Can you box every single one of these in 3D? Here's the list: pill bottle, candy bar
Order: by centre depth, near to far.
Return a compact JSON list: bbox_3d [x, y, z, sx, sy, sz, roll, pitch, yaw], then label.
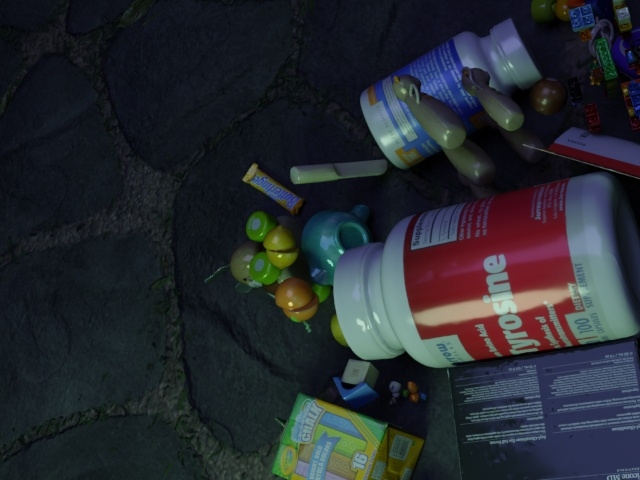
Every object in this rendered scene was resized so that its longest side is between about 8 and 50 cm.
[{"bbox_3d":[0.234,0.056,1.297,0.407,0.229,0.229,-13,63,28],"label":"pill bottle"},{"bbox_3d":[0.214,-0.241,1.485,0.272,0.152,0.152,-28,58,21],"label":"pill bottle"},{"bbox_3d":[-0.085,-0.094,1.700,0.161,0.018,0.040,36,92,38],"label":"candy bar"}]

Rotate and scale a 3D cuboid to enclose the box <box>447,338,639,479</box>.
[{"bbox_3d":[0.317,0.247,1.230,0.261,0.103,0.184,-13,70,28],"label":"box"}]

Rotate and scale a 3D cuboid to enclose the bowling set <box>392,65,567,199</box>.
[{"bbox_3d":[0.256,-0.180,1.362,0.200,0.287,0.154,-38,50,3],"label":"bowling set"}]

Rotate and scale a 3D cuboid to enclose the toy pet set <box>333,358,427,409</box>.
[{"bbox_3d":[0.079,0.234,1.387,0.122,0.114,0.065,4,61,36],"label":"toy pet set"}]

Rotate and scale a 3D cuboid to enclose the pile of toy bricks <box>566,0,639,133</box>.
[{"bbox_3d":[0.415,-0.241,1.325,0.118,0.105,0.212,-14,73,17],"label":"pile of toy bricks"}]

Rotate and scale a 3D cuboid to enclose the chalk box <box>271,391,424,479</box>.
[{"bbox_3d":[0.022,0.317,1.385,0.213,0.132,0.132,12,77,37],"label":"chalk box"}]

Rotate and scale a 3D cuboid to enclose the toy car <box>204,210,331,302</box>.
[{"bbox_3d":[-0.104,0.053,1.574,0.188,0.155,0.149,-26,58,33],"label":"toy car"}]

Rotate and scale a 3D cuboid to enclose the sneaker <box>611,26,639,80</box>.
[{"bbox_3d":[0.543,-0.273,1.289,0.293,0.146,0.102,21,82,37],"label":"sneaker"}]

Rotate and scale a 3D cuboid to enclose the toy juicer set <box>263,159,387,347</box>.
[{"bbox_3d":[0.000,0.000,1.498,0.089,0.209,0.329,-35,46,57],"label":"toy juicer set"}]

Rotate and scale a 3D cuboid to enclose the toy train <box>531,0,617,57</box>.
[{"bbox_3d":[0.398,-0.369,1.456,0.143,0.105,0.248,1,68,44],"label":"toy train"}]

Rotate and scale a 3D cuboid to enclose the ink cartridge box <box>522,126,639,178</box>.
[{"bbox_3d":[0.408,-0.118,1.263,0.181,0.224,0.056,22,100,37],"label":"ink cartridge box"}]
